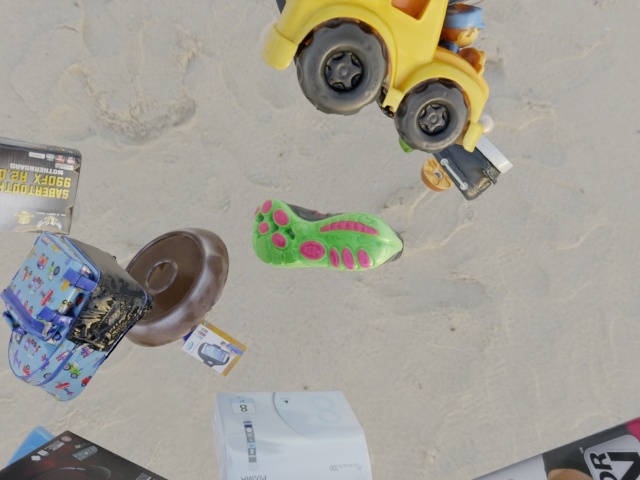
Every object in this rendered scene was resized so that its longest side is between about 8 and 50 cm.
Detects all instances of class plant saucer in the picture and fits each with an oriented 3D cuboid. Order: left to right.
[{"bbox_3d":[-0.356,0.090,1.099,0.310,0.050,0.310,-13,54,19],"label":"plant saucer"}]

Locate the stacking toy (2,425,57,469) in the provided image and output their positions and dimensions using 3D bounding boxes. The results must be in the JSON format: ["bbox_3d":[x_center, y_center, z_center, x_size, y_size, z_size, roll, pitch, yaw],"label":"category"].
[{"bbox_3d":[-0.580,0.579,1.126,0.302,0.175,0.166,52,55,-42],"label":"stacking toy"}]

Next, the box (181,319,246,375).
[{"bbox_3d":[-0.243,0.235,1.061,0.136,0.028,0.081,35,106,-12],"label":"box"}]

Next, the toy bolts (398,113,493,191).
[{"bbox_3d":[0.366,-0.264,1.292,0.228,0.158,0.218,-8,67,-27],"label":"toy bolts"}]

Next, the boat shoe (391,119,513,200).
[{"bbox_3d":[0.166,-0.194,0.764,0.091,0.114,0.302,-46,71,21],"label":"boat shoe"}]

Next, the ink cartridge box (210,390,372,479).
[{"bbox_3d":[-0.039,0.448,0.945,0.308,0.385,0.091,7,106,-22],"label":"ink cartridge box"}]

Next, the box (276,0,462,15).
[{"bbox_3d":[0.131,-0.622,0.819,0.297,0.480,0.472,-40,114,-48],"label":"box"}]

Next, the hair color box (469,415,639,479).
[{"bbox_3d":[0.342,0.348,0.573,0.113,0.374,0.185,11,48,-29],"label":"hair color box"}]

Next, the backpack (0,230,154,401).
[{"bbox_3d":[-0.314,0.096,0.578,0.173,0.158,0.117,-57,139,-3],"label":"backpack"}]

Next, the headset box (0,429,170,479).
[{"bbox_3d":[-0.215,0.338,0.482,0.293,0.218,0.110,23,91,6],"label":"headset box"}]

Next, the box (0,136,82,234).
[{"bbox_3d":[-0.621,-0.111,0.957,0.231,0.056,0.183,6,110,-37],"label":"box"}]

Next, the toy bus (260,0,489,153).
[{"bbox_3d":[0.081,-0.213,0.443,0.220,0.149,0.211,20,114,-16],"label":"toy bus"}]

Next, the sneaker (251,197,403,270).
[{"bbox_3d":[0.000,0.000,1.253,0.202,0.483,0.185,11,92,-51],"label":"sneaker"}]
